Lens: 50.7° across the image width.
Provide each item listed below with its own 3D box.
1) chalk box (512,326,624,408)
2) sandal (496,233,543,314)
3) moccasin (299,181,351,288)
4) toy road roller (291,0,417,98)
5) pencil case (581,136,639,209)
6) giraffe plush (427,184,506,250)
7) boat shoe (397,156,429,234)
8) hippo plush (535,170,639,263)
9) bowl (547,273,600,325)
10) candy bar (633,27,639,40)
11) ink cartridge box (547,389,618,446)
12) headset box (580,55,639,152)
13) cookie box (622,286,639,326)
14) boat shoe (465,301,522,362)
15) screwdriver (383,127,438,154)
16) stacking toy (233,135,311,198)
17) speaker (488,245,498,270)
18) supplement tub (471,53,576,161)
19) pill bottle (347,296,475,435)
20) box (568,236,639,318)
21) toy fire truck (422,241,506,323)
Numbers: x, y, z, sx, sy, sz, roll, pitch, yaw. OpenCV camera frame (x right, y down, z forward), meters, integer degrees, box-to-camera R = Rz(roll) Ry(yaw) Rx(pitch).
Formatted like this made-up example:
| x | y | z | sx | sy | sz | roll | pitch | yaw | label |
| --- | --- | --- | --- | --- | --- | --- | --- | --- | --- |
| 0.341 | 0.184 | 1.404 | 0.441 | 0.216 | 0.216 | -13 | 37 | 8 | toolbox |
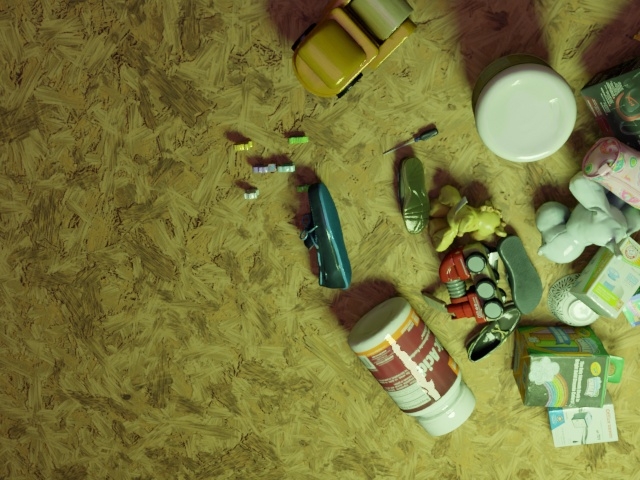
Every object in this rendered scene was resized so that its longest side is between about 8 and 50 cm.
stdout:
| x | y | z | sx | sy | sz | roll | pitch | yaw | label |
| --- | --- | --- | --- | --- | --- | --- | --- | --- | --- |
| 0.730 | 0.368 | 1.975 | 0.288 | 0.179 | 0.180 | 1 | 111 | 3 | chalk box |
| 0.578 | 0.094 | 1.966 | 0.097 | 0.054 | 0.255 | -24 | 107 | -11 | sandal |
| 0.000 | 0.000 | 1.995 | 0.116 | 0.138 | 0.342 | -7 | 109 | 18 | moccasin |
| 0.072 | -0.510 | 1.721 | 0.202 | 0.241 | 0.329 | 45 | 112 | -9 | toy road roller |
| 0.794 | -0.151 | 1.702 | 0.284 | 0.124 | 0.124 | 26 | 115 | -24 | pencil case |
| 0.419 | -0.060 | 1.881 | 0.170 | 0.210 | 0.182 | 7 | 74 | -21 | giraffe plush |
| 0.261 | -0.131 | 1.929 | 0.080 | 0.073 | 0.224 | -10 | 107 | -11 | boat shoe |
| 0.718 | -0.033 | 1.821 | 0.236 | 0.234 | 0.294 | -40 | 56 | 46 | hippo plush |
| 0.751 | 0.188 | 1.958 | 0.170 | 0.080 | 0.170 | 4 | 112 | 10 | bowl |
| 0.835 | -0.572 | 1.677 | 0.040 | 0.018 | 0.162 | 21 | 114 | 1 | candy bar |
| 0.808 | 0.552 | 2.091 | 0.190 | 0.082 | 0.140 | -11 | 109 | 16 | ink cartridge box |
| 0.807 | -0.339 | 1.664 | 0.293 | 0.110 | 0.218 | -16 | 111 | 55 | headset box |
| 0.925 | 0.185 | 1.945 | 0.107 | 0.040 | 0.092 | -31 | 102 | 19 | cookie box |
| 0.529 | 0.283 | 2.042 | 0.081 | 0.069 | 0.228 | 36 | 113 | -5 | boat shoe |
| 0.252 | -0.274 | 1.899 | 0.169 | 0.025 | 0.024 | -23 | 105 | 17 | screwdriver |
| -0.136 | -0.214 | 1.980 | 0.221 | 0.052 | 0.167 | -3 | 111 | 11 | stacking toy |
| 0.493 | 0.087 | 1.980 | 0.055 | 0.055 | 0.136 | 2 | 111 | 10 | speaker |
| 0.492 | -0.337 | 1.669 | 0.228 | 0.316 | 0.229 | 4 | 112 | 9 | supplement tub |
| 0.282 | 0.384 | 2.045 | 0.224 | 0.224 | 0.392 | -35 | 102 | 21 | pill bottle |
| 0.805 | 0.097 | 1.859 | 0.114 | 0.103 | 0.203 | 38 | 86 | -5 | box |
| 0.391 | 0.133 | 1.952 | 0.246 | 0.158 | 0.217 | -18 | 100 | 24 | toy fire truck |
